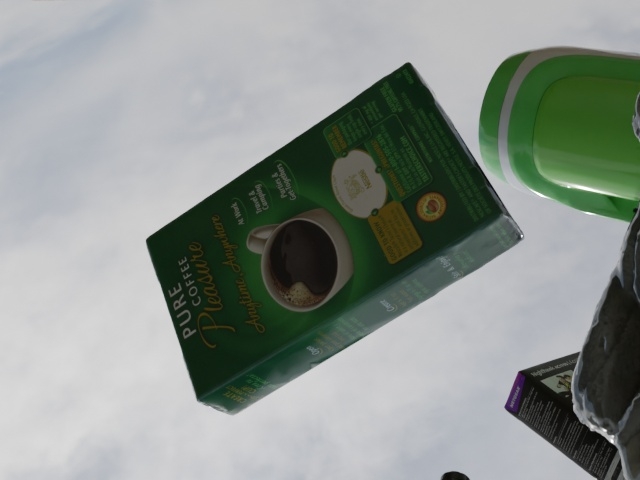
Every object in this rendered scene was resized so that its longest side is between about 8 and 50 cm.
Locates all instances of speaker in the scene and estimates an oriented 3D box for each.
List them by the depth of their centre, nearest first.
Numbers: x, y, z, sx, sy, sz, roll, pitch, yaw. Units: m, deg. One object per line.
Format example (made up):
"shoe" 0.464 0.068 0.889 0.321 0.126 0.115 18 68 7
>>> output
"speaker" 0.274 -0.072 0.717 0.297 0.131 0.131 16 -132 37

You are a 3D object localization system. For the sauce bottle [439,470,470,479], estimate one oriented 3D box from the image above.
"sauce bottle" 0.095 0.229 0.712 0.042 0.042 0.128 -8 -148 23

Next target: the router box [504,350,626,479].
"router box" 0.275 0.152 0.857 0.179 0.046 0.133 -8 -147 -40

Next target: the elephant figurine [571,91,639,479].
"elephant figurine" 0.243 0.064 0.416 0.239 0.186 0.169 16 -169 -21

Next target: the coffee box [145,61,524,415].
"coffee box" 0.000 0.000 0.508 0.184 0.040 0.113 -34 -123 12
